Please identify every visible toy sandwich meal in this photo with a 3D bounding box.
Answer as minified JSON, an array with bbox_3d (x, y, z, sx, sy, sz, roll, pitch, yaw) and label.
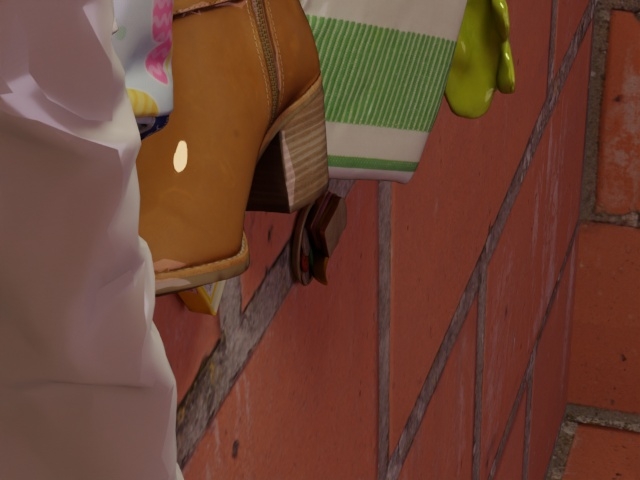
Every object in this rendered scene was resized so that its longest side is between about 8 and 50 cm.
[{"bbox_3d":[0.000,0.000,1.486,0.085,0.029,0.086,8,90,-75],"label":"toy sandwich meal"}]

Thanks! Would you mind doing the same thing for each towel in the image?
[{"bbox_3d":[0.043,-0.205,1.326,0.248,0.038,0.325,0,104,-54],"label":"towel"}]

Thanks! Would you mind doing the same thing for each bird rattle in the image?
[{"bbox_3d":[0.089,-0.210,1.548,0.207,0.143,0.254,-54,-156,41],"label":"bird rattle"}]

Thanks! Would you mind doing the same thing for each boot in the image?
[{"bbox_3d":[-0.084,-0.096,0.966,0.283,0.109,0.220,-35,119,-51],"label":"boot"}]

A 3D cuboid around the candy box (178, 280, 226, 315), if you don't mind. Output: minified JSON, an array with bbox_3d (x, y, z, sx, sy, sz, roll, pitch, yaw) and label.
[{"bbox_3d":[-0.090,-0.036,1.136,0.206,0.027,0.105,66,35,-63],"label":"candy box"}]

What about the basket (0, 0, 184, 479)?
[{"bbox_3d":[-0.203,0.082,0.320,0.328,0.266,0.331,-63,155,-51],"label":"basket"}]

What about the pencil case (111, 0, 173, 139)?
[{"bbox_3d":[-0.118,-0.185,0.788,0.124,0.113,0.273,-37,133,-76],"label":"pencil case"}]
